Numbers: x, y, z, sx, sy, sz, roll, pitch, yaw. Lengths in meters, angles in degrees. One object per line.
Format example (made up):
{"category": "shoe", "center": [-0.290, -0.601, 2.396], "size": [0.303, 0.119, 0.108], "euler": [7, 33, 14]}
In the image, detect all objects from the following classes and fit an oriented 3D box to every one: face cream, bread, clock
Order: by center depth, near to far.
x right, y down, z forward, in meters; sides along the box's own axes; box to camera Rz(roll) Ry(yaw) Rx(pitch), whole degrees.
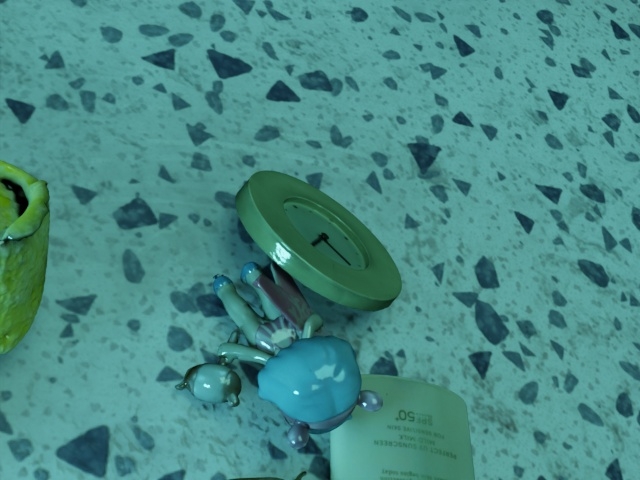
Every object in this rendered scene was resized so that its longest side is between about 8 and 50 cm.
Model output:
{"category": "bread", "center": [-0.360, 0.013, 1.091], "size": [0.197, 0.170, 0.197], "euler": [14, 39, -12]}
{"category": "face cream", "center": [0.092, 0.314, 1.184], "size": [0.173, 0.081, 0.348], "euler": [14, 50, -16]}
{"category": "clock", "center": [0.000, 0.000, 1.356], "size": [0.235, 0.029, 0.235], "euler": [33, 22, -15]}

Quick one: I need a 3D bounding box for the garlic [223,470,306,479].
{"category": "garlic", "center": [-0.060, 0.276, 1.133], "size": [0.152, 0.066, 0.084], "euler": [-2, 55, -29]}

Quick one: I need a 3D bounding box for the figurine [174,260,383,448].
{"category": "figurine", "center": [-0.060, 0.116, 1.210], "size": [0.205, 0.103, 0.260], "euler": [-16, 44, -23]}
